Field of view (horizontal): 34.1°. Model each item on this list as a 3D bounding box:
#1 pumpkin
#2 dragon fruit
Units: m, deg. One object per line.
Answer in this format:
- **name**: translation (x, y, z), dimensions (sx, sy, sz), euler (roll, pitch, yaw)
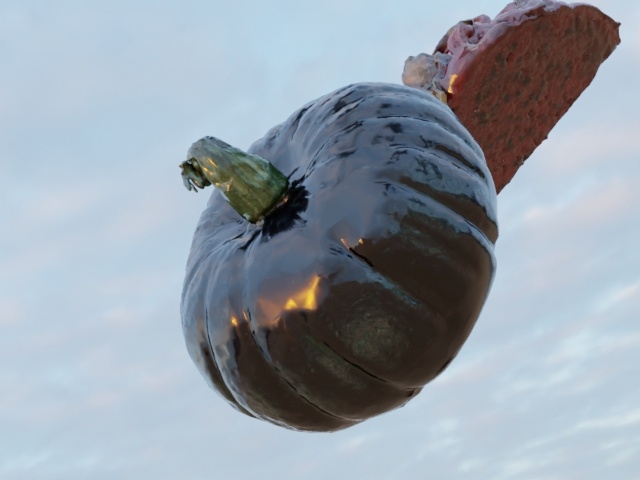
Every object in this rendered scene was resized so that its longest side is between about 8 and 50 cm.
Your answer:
- **pumpkin**: translation (0.010, 0.007, 0.551), dimensions (0.194, 0.194, 0.150), euler (-26, -27, 21)
- **dragon fruit**: translation (0.176, -0.190, 1.197), dimensions (0.317, 0.152, 0.205), euler (-49, -36, -2)
